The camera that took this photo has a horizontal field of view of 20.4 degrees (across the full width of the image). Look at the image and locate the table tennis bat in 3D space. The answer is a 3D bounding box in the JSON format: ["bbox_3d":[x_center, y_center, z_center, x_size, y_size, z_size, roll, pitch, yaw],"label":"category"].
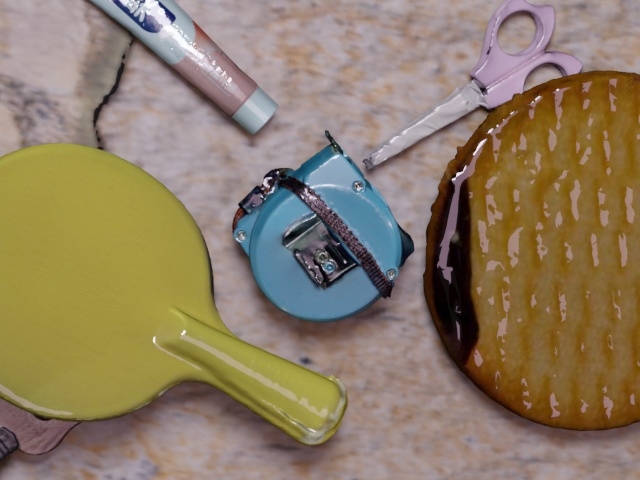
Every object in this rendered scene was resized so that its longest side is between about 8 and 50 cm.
[{"bbox_3d":[-0.142,0.063,1.440,0.369,0.054,0.224,28,69,-14],"label":"table tennis bat"}]

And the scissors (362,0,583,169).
[{"bbox_3d":[0.124,-0.120,1.513,0.212,0.021,0.110,-32,106,-7],"label":"scissors"}]

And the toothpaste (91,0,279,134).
[{"bbox_3d":[-0.120,-0.167,1.447,0.205,0.036,0.056,43,86,-10],"label":"toothpaste"}]

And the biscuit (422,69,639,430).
[{"bbox_3d":[0.240,0.010,1.540,0.318,0.040,0.317,-3,101,-15],"label":"biscuit"}]

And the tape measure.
[{"bbox_3d":[0.000,0.000,1.471,0.125,0.081,0.146,-38,103,5],"label":"tape measure"}]

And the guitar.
[{"bbox_3d":[-0.268,0.170,1.450,0.271,0.038,0.084,-41,103,-8],"label":"guitar"}]
